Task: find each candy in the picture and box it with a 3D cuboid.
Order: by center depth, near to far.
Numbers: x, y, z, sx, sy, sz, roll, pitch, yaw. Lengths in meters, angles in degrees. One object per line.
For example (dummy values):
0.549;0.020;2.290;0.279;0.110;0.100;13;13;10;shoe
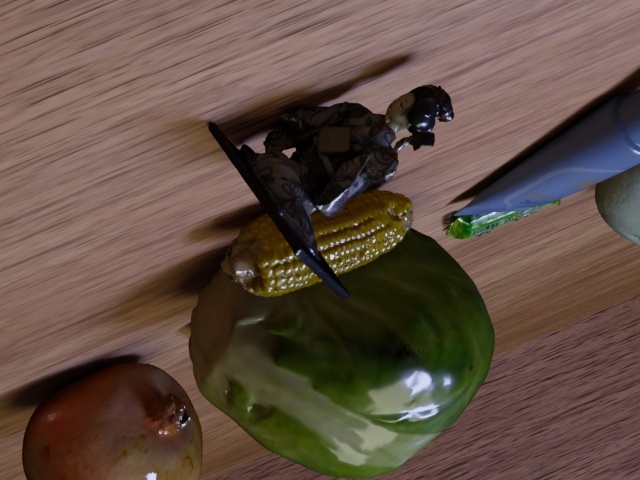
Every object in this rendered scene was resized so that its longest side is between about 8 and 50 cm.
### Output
0.263;-0.046;1.995;0.178;0.032;0.102;-22;163;-2;candy

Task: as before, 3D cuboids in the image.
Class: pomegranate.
-0.273;0.283;1.934;0.270;0.229;0.252;-38;162;28;pomegranate

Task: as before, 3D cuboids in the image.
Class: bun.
0.554;-0.069;2.086;0.283;0.179;0.283;-20;167;-5;bun

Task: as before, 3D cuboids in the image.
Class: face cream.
0.334;-0.106;1.781;0.136;0.086;0.385;-5;162;-36;face cream

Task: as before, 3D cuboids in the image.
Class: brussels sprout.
0.033;0.128;1.720;0.371;0.314;0.276;-3;152;-30;brussels sprout

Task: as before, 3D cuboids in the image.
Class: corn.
0.000;0.000;1.584;0.262;0.097;0.097;-16;165;-36;corn

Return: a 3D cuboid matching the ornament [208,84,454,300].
0.032;-0.083;1.263;0.196;0.166;0.153;-37;156;1;ornament
